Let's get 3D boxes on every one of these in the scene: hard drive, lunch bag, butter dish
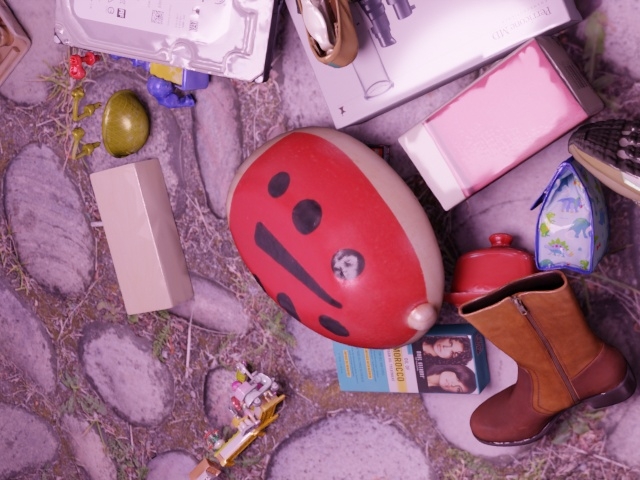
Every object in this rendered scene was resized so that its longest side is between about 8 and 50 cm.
[{"bbox_3d":[-0.225,-0.382,1.204,0.339,0.064,0.237,13,108,5],"label":"hard drive"},{"bbox_3d":[0.346,-0.042,1.107,0.096,0.129,0.151,6,106,26],"label":"lunch bag"},{"bbox_3d":[0.263,0.047,1.180,0.160,0.160,0.118,0,78,26],"label":"butter dish"}]

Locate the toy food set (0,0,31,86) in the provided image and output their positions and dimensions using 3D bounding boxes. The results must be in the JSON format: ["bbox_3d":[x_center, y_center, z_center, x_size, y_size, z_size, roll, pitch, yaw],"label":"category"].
[{"bbox_3d":[-0.728,-0.397,1.610,0.306,0.092,0.220,-38,84,29],"label":"toy food set"}]

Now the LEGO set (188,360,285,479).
[{"bbox_3d":[-0.164,0.322,1.476,0.107,0.132,0.287,46,125,21],"label":"LEGO set"}]

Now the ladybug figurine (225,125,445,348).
[{"bbox_3d":[0.000,0.000,1.206,0.449,0.162,0.305,37,128,42],"label":"ladybug figurine"}]

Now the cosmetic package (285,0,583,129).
[{"bbox_3d":[0.140,-0.363,1.158,0.377,0.097,0.284,-22,94,31],"label":"cosmetic package"}]

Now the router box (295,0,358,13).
[{"bbox_3d":[0.017,-0.380,1.142,0.122,0.038,0.092,-5,99,31],"label":"router box"}]

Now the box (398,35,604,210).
[{"bbox_3d":[0.251,-0.163,1.116,0.232,0.148,0.127,-36,86,31],"label":"box"}]

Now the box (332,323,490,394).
[{"bbox_3d":[0.144,0.193,1.310,0.244,0.060,0.100,-5,100,29],"label":"box"}]

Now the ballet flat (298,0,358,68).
[{"bbox_3d":[-0.005,-0.350,1.096,0.080,0.073,0.232,-17,94,33],"label":"ballet flat"}]

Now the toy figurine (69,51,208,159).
[{"bbox_3d":[-0.274,-0.287,1.350,0.217,0.191,0.363,15,109,19],"label":"toy figurine"}]

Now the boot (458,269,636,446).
[{"bbox_3d":[0.274,0.177,1.125,0.264,0.096,0.280,-23,133,30],"label":"boot"}]

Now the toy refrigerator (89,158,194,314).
[{"bbox_3d":[-0.327,-0.008,1.496,0.102,0.094,0.269,-11,97,23],"label":"toy refrigerator"}]

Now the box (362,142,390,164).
[{"bbox_3d":[0.063,-0.090,1.303,0.094,0.027,0.137,7,105,25],"label":"box"}]

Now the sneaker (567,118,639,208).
[{"bbox_3d":[0.478,0.003,1.029,0.410,0.158,0.182,34,133,7],"label":"sneaker"}]
